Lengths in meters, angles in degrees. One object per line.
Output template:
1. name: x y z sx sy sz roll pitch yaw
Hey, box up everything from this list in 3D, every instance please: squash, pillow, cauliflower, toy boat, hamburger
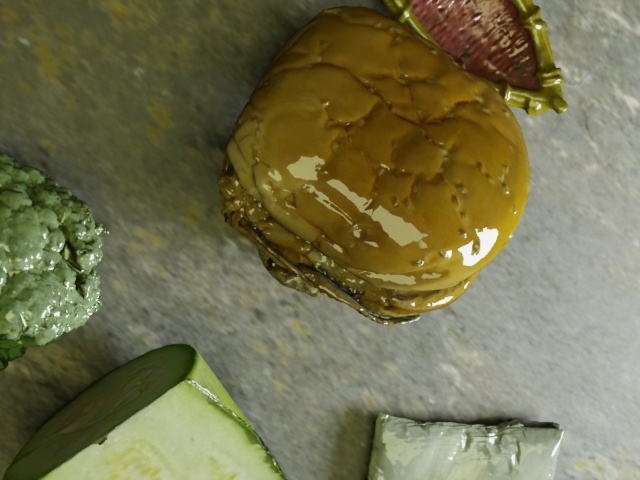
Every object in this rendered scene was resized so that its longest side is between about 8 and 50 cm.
1. squash: -0.146 0.292 1.372 0.234 0.210 0.309 -34 104 -8
2. pillow: 0.161 0.273 1.522 0.230 0.050 0.148 5 99 -11
3. cauliflower: -0.355 0.044 1.283 0.272 0.275 0.250 -42 152 -29
4. toy boat: 0.143 -0.251 1.353 0.141 0.099 0.318 -41 112 0
5. hamburger: 0.059 -0.071 1.285 0.319 0.158 0.318 10 60 -18

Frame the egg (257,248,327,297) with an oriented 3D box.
1. egg: 0.000 0.000 1.377 0.140 0.116 0.118 -15 104 -36
